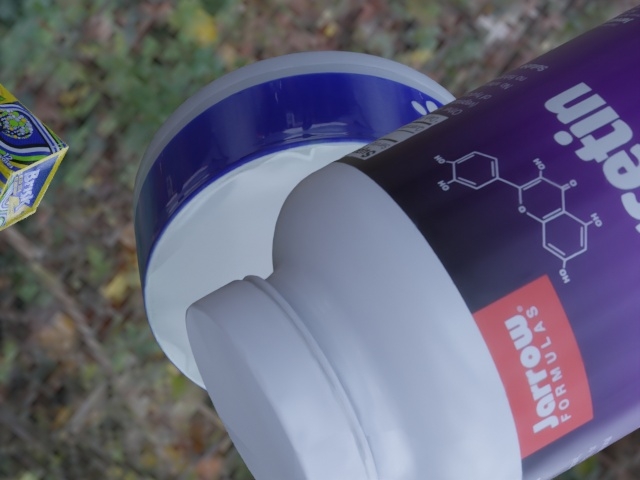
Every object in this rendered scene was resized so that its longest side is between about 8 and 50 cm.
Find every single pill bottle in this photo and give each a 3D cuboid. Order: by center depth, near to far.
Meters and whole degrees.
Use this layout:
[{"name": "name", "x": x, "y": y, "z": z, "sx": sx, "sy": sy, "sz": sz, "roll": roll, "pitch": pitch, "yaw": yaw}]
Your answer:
[{"name": "pill bottle", "x": 0.106, "y": 0.012, "z": 0.930, "sx": 0.323, "sy": 0.181, "sz": 0.181, "roll": -28, "pitch": 169, "yaw": -16}]

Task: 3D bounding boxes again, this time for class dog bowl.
[{"name": "dog bowl", "x": 0.000, "y": 0.000, "z": 1.392, "sx": 0.265, "sy": 0.265, "sz": 0.104, "roll": -55, "pitch": -151, "yaw": 32}]

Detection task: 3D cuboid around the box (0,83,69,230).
[{"name": "box", "x": -0.231, "y": -0.081, "z": 1.130, "sx": 0.054, "sy": 0.169, "sz": 0.059, "roll": -33, "pitch": 161, "yaw": -52}]
